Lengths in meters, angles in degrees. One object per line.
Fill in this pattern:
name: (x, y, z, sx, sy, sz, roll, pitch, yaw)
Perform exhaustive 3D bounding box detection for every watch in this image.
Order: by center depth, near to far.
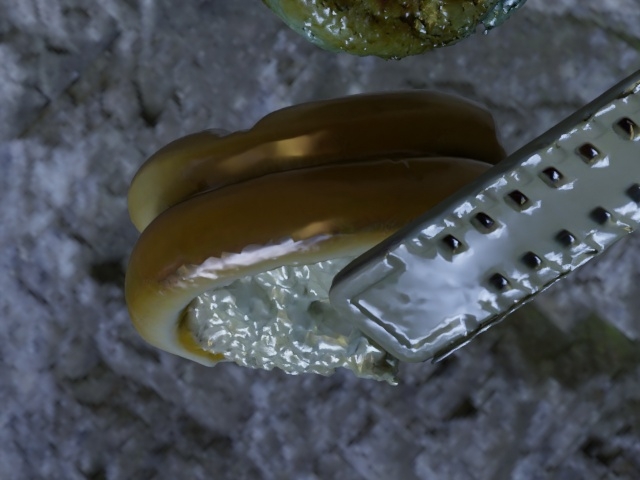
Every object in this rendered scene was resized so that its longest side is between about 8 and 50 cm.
watch: (0.102, 0.026, 0.346, 0.102, 0.165, 0.268, 30, 136, -30)

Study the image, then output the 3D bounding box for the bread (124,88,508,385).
bread: (0.006, -0.002, 1.451, 0.423, 0.245, 0.329, -15, 137, 14)

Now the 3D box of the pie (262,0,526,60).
pie: (0.068, -0.305, 1.257, 0.354, 0.103, 0.288, -7, 135, -3)
